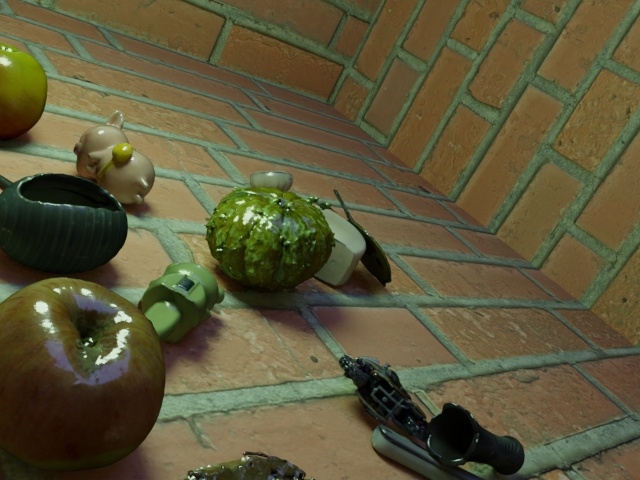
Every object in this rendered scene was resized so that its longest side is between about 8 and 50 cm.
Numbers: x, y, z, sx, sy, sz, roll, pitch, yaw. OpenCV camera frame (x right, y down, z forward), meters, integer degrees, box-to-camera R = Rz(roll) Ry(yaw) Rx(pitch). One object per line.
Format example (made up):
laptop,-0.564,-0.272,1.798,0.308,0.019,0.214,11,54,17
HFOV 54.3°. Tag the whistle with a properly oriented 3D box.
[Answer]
whistle,-0.267,0.118,1.157,0.131,0.106,0.288,31,20,-2

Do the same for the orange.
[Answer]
orange,-0.116,0.005,1.451,0.300,0.223,0.301,13,21,1

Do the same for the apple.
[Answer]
apple,-0.331,0.176,0.827,0.260,0.194,0.261,24,24,-12

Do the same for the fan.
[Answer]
fan,0.116,-0.002,1.768,0.335,0.011,0.229,61,-14,-21

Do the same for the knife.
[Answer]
knife,0.215,0.420,1.169,0.265,0.041,0.073,29,8,-1

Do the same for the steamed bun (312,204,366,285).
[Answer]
steamed bun,0.000,0.000,1.704,0.241,0.146,0.164,31,25,4

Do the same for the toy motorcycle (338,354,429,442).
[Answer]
toy motorcycle,0.131,0.303,1.239,0.229,0.094,0.130,42,1,6

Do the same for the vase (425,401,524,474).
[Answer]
vase,0.311,0.398,1.205,0.237,0.115,0.115,32,15,-40

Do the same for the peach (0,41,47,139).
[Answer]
peach,-0.757,-0.350,1.459,0.231,0.231,0.231,25,21,-10

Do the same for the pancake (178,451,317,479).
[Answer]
pancake,-0.054,0.425,0.777,0.382,0.071,0.382,24,23,-11

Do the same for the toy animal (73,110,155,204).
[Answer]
toy animal,-0.491,-0.184,1.501,0.248,0.165,0.149,49,23,28

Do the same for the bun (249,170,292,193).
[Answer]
bun,-0.157,-0.171,1.983,0.138,0.094,0.138,2,1,0

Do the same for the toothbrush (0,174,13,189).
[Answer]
toothbrush,-0.641,-0.108,1.308,0.297,0.030,0.030,34,12,14

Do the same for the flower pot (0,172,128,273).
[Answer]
flower pot,-0.479,-0.029,1.158,0.243,0.157,0.189,5,30,-45
